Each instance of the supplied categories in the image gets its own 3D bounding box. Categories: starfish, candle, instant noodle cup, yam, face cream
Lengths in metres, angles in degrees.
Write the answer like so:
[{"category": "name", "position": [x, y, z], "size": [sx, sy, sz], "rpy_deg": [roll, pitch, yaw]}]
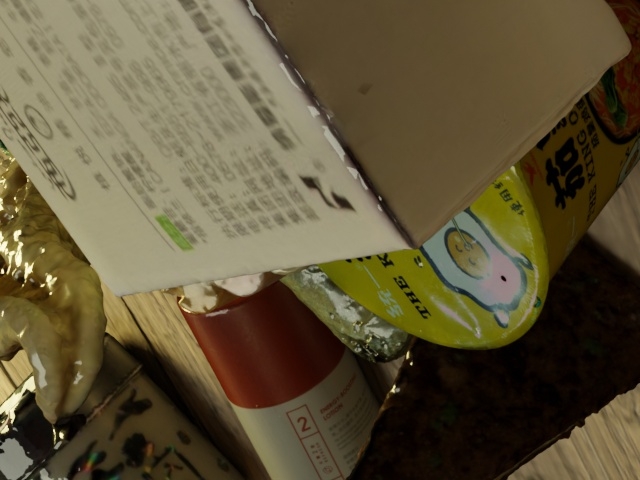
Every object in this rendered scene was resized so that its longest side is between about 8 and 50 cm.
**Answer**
[{"category": "starfish", "position": [-0.104, -0.070, 0.774], "size": [0.082, 0.324, 0.432], "rpy_deg": [32, 169, -15]}, {"category": "candle", "position": [-0.164, 0.247, 1.396], "size": [0.330, 0.187, 0.187], "rpy_deg": [47, 152, 0]}, {"category": "instant noodle cup", "position": [0.072, -0.063, 0.717], "size": [0.182, 0.144, 0.182], "rpy_deg": [34, 147, 26]}, {"category": "yam", "position": [0.000, 0.000, 0.970], "size": [0.179, 0.078, 0.078], "rpy_deg": [43, 152, 12]}, {"category": "face cream", "position": [-0.016, 0.107, 1.106], "size": [0.096, 0.096, 0.214], "rpy_deg": [9, 133, 50]}]

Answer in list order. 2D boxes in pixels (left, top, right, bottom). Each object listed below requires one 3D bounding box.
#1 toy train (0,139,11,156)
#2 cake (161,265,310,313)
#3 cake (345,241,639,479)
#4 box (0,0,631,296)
[{"category": "toy train", "position": [-0.172, -0.105, 1.079], "size": [0.200, 0.083, 0.132], "rpy_deg": [25, 141, 35]}, {"category": "cake", "position": [-0.016, -0.038, 0.860], "size": [0.225, 0.090, 0.109], "rpy_deg": [-23, 91, 40]}, {"category": "cake", "position": [0.091, 0.111, 0.821], "size": [0.135, 0.246, 0.112], "rpy_deg": [24, 148, 5]}, {"category": "box", "position": [-0.061, -0.118, 0.458], "size": [0.260, 0.111, 0.194], "rpy_deg": [54, 152, -16]}]
